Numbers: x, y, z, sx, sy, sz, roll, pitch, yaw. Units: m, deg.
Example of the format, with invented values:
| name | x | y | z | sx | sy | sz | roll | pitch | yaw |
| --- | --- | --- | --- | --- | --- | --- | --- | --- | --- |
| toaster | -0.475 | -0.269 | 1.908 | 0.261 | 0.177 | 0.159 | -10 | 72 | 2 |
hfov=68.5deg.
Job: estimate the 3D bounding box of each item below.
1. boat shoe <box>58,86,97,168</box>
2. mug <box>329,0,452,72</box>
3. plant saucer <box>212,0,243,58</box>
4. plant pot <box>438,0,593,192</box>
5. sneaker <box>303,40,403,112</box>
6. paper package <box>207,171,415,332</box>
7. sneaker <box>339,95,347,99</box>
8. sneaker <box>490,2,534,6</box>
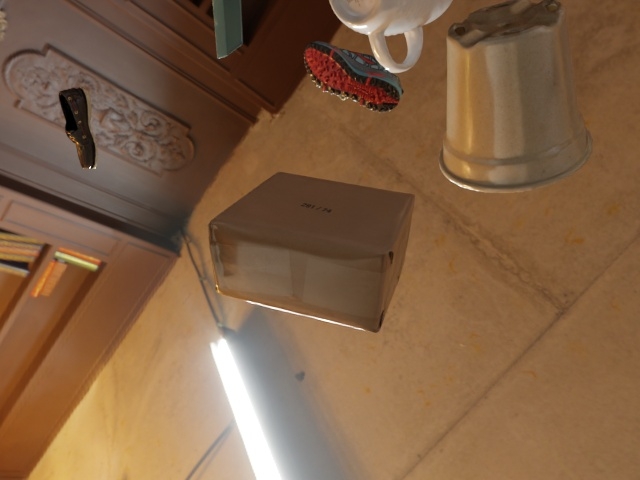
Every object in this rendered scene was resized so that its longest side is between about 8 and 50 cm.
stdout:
| name | x | y | z | sx | sy | sz | roll | pitch | yaw |
| --- | --- | --- | --- | --- | --- | --- | --- | --- | --- |
| boat shoe | -0.389 | -0.176 | 0.755 | 0.048 | 0.042 | 0.133 | 25 | -55 | 30 |
| mug | 0.193 | -0.652 | 1.278 | 0.276 | 0.375 | 0.328 | 7 | -147 | 41 |
| plant saucer | -0.141 | -0.379 | 0.712 | 0.018 | 0.192 | 0.067 | 18 | -133 | 13 |
| plant pot | 0.401 | -0.322 | 1.010 | 0.333 | 0.306 | 0.334 | -14 | -143 | 11 |
| sneaker | 0.082 | -0.411 | 1.162 | 0.104 | 0.261 | 0.125 | -59 | -178 | 44 |
| paper package | 0.000 | 0.000 | 0.930 | 0.324 | 0.309 | 0.168 | 11 | -62 | 15 |
| sneaker | 0.089 | -0.512 | 1.573 | 0.064 | 0.192 | 0.086 | 29 | -76 | 24 |
| sneaker | 0.475 | -0.511 | 1.200 | 0.152 | 0.235 | 0.094 | -15 | -116 | 0 |
